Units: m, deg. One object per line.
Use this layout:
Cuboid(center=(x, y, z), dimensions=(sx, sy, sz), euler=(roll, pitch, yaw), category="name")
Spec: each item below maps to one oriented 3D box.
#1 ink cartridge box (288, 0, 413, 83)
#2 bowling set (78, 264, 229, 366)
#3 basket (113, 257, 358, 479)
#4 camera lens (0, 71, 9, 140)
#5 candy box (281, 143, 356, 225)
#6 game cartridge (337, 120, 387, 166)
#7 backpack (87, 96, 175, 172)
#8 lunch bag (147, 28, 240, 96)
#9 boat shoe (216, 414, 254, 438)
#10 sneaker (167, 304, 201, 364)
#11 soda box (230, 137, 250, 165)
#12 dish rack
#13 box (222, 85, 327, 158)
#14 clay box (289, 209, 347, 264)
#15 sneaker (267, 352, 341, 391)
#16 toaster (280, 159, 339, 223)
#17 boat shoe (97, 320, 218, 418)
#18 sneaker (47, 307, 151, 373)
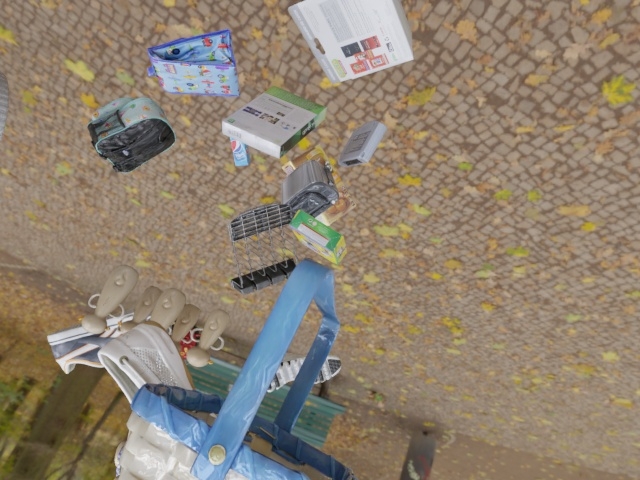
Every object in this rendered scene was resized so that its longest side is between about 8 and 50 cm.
Cuboid(center=(0.094, -0.638, 1.402), dimensions=(0.272, 0.130, 0.309), euler=(-11, 147, 23), category="ink cartridge box")
Cuboid(center=(-0.351, 0.193, 1.066), dimensions=(0.287, 0.154, 0.200), euler=(25, 156, -1), category="bowling set")
Cuboid(center=(-0.056, 0.175, 0.443), dimensions=(0.201, 0.288, 0.254), euler=(26, 161, 16), category="basket")
Cuboid(center=(-0.736, -0.253, 0.846), dimensions=(0.220, 0.219, 0.274), euler=(-7, 169, 39), category="camera lens")
Cuboid(center=(-0.003, -0.231, 2.076), dimensions=(0.088, 0.183, 0.316), euler=(-19, 104, 56), category="candy box")
Cuboid(center=(0.182, -0.422, 2.101), dimensions=(0.062, 0.198, 0.297), euler=(35, 174, -17), category="game cartridge")
Cuboid(center=(-0.487, -0.287, 1.268), dimensions=(0.189, 0.144, 0.166), euler=(-23, 155, -1), category="backpack")
Cuboid(center=(-0.433, -0.578, 1.635), dimensions=(0.294, 0.138, 0.221), euler=(-9, 171, -7), category="lunch bag")
Cuboid(center=(-0.257, 0.452, 1.112), dimensions=(0.091, 0.109, 0.305), euler=(43, 147, -23), category="boat shoe")
Cuboid(center=(-0.455, 0.310, 1.548), dimensions=(0.104, 0.261, 0.125), euler=(8, 121, -31), category="sneaker")
Cuboid(center=(-0.402, -0.481, 2.396), dimensions=(0.067, 0.071, 0.210), euler=(-4, 118, 6), category="soda box")
Cuboid(center=(-0.166, 0.019, 1.391), dimensions=(0.074, 0.208, 0.271), euler=(40, 142, 49), category="dish rack")
Cuboid(center=(-0.153, -0.420, 1.683), dimensions=(0.232, 0.322, 0.058), euler=(26, 138, 15), category="box")
Cuboid(center=(0.000, 0.000, 1.239), dimensions=(0.128, 0.053, 0.222), euler=(32, 171, 12), category="clay box")
Cuboid(center=(-0.077, 0.421, 1.634), dimensions=(0.292, 0.118, 0.110), euler=(-8, 109, -2), category="sneaker")
Cuboid(center=(-0.047, -0.159, 1.601), dimensions=(0.129, 0.146, 0.227), euler=(29, 128, -36), category="toaster")
Cuboid(center=(-0.196, 0.243, 0.624), dimensions=(0.277, 0.096, 0.098), euler=(55, 133, 8), category="boat shoe")
Cuboid(center=(-0.564, 0.266, 1.333), dimensions=(0.321, 0.127, 0.126), euler=(-16, -178, -8), category="sneaker")
